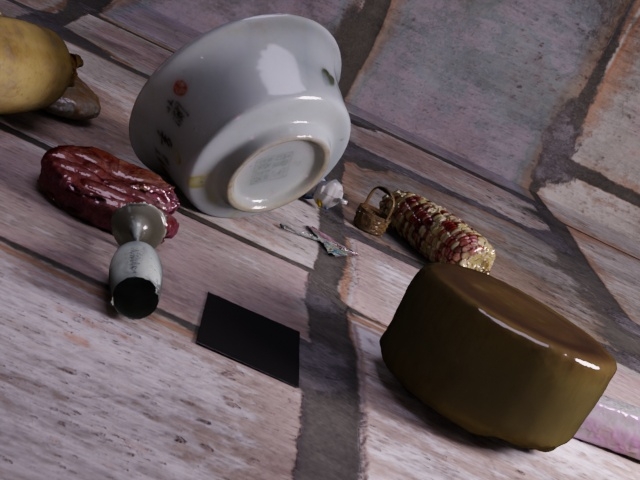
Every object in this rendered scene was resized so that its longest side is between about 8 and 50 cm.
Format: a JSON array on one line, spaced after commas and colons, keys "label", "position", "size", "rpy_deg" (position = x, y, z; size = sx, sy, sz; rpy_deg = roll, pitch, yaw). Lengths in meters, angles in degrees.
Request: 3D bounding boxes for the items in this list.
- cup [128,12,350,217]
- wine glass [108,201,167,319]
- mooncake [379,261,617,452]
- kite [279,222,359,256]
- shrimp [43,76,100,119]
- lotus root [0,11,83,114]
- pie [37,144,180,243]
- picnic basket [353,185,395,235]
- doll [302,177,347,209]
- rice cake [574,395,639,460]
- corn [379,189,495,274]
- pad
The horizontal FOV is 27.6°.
[{"label": "cup", "position": [-0.093, -0.154, 1.934], "size": [0.347, 0.347, 0.163], "rpy_deg": [10, 42, -50]}, {"label": "wine glass", "position": [-0.212, 0.024, 1.507], "size": [0.074, 0.074, 0.262], "rpy_deg": [23, 14, -14]}, {"label": "mooncake", "position": [0.219, 0.149, 1.647], "size": [0.284, 0.155, 0.284], "rpy_deg": [24, 12, -5]}, {"label": "kite", "position": [0.000, 0.000, 2.114], "size": [0.157, 0.011, 0.139], "rpy_deg": [20, 12, -29]}, {"label": "shrimp", "position": [-0.498, -0.281, 2.102], "size": [0.317, 0.077, 0.168], "rpy_deg": [27, 16, -9]}, {"label": "lotus root", "position": [-0.465, -0.253, 1.898], "size": [0.169, 0.151, 0.343], "rpy_deg": [18, 9, 22]}, {"label": "pie", "position": [-0.278, -0.063, 1.743], "size": [0.204, 0.054, 0.218], "rpy_deg": [26, 16, -1]}, {"label": "picnic basket", "position": [0.101, -0.056, 2.346], "size": [0.072, 0.083, 0.072], "rpy_deg": [26, 14, -7]}, {"label": "doll", "position": [-0.034, -0.108, 2.357], "size": [0.114, 0.057, 0.227], "rpy_deg": [22, 4, -45]}, {"label": "rice cake", "position": [0.464, 0.277, 1.803], "size": [0.365, 0.072, 0.056], "rpy_deg": [23, 17, -16]}, {"label": "corn", "position": [0.206, -0.012, 2.364], "size": [0.098, 0.098, 0.290], "rpy_deg": [16, 15, -38]}, {"label": "pad", "position": [-0.082, 0.114, 1.542], "size": [0.127, 0.004, 0.190], "rpy_deg": [25, 13, -7]}]
